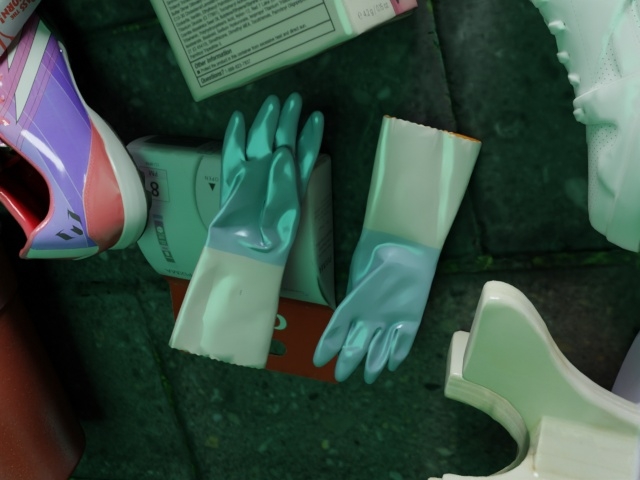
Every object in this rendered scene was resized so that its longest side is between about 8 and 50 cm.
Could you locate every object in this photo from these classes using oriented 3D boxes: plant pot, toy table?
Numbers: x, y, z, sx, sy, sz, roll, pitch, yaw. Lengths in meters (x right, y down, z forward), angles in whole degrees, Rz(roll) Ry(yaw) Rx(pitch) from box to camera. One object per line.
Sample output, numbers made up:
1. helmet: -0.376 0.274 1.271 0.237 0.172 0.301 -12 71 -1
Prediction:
1. plant pot: -0.393 0.154 0.939 0.272 0.272 0.265 -11 114 31
2. toy table: 0.166 0.162 0.664 0.161 0.252 0.274 12 107 5

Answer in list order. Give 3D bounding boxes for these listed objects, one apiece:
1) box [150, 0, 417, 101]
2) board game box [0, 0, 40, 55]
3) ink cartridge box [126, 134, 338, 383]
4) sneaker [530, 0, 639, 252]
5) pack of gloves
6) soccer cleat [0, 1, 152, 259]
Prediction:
1. box: -0.052 -0.240 0.652 0.149 0.127 0.232 -15 104 32
2. board game box: -0.340 -0.235 0.796 0.194 0.146 0.045 21 159 18
3. ink cartridge box: -0.078 0.026 0.829 0.189 0.066 0.232 8 111 24
4. sneaker: 0.171 -0.148 0.598 0.169 0.108 0.292 13 107 24
5. pack of gloves: 0.000 0.000 0.741 0.195 0.046 0.232 15 105 -7
6. soccer cleat: -0.273 -0.120 0.799 0.318 0.116 0.108 56 132 14
